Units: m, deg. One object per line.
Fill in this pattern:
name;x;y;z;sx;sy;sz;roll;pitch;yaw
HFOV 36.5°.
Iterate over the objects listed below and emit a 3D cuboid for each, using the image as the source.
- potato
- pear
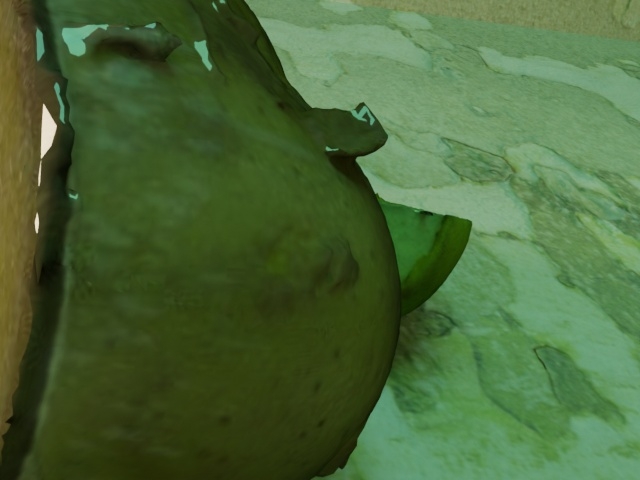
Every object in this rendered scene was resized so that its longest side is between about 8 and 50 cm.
potato;-0.118;-0.011;0.648;0.319;0.385;0.442;5;34;-39
pear;0.003;0.004;0.948;0.287;0.139;0.239;13;10;15
